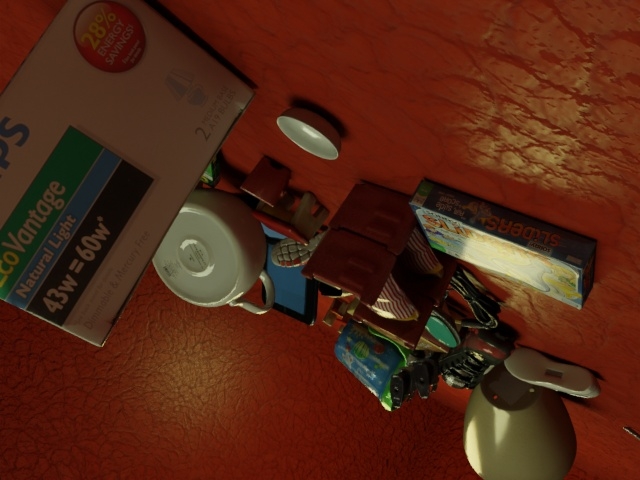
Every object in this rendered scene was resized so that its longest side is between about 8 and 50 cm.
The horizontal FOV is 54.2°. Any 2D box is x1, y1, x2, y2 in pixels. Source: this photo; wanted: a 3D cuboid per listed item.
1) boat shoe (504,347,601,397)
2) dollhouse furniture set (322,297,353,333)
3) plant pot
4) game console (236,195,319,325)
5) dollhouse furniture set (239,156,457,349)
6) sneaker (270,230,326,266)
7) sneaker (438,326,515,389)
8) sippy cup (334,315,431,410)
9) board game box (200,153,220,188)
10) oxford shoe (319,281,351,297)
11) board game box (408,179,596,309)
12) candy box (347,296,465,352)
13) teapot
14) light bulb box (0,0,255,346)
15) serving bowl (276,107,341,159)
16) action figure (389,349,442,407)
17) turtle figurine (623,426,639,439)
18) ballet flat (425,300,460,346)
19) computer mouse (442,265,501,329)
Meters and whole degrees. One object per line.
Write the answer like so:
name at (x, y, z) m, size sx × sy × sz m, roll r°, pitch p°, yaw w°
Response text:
boat shoe at (0.438, 0.252, 1.181) m, size 0.184 × 0.066 × 0.063 m, roll 3°, pitch 150°, yaw 49°
dollhouse furniture set at (0.156, 0.318, 2.014) m, size 0.259 × 0.135 × 0.262 m, roll 37°, pitch 168°, yaw -30°
plant pot at (0.430, 0.382, 1.377) m, size 0.256 × 0.256 × 0.274 m, roll 23°, pitch 151°, yaw 35°
game console at (-0.126, 0.036, 1.404) m, size 0.250 × 0.173 × 0.293 m, roll 36°, pitch 168°, yaw -26°
dollhouse furniture set at (0.000, 0.000, 0.955) m, size 0.374 × 0.152 × 0.201 m, roll 23°, pitch 167°, yaw 36°
sneaker at (-0.022, 0.024, 1.240) m, size 0.158 × 0.061 × 0.065 m, roll -10°, pitch 163°, yaw 23°
sneaker at (0.306, 0.237, 1.254) m, size 0.097 × 0.135 × 0.276 m, roll 32°, pitch 168°, yaw 4°
sippy cup at (0.169, 0.309, 1.723) m, size 0.224 × 0.305 × 0.240 m, roll 32°, pitch -150°, yaw 21°
board game box at (-0.300, -0.196, 1.142) m, size 0.259 × 0.030 × 0.136 m, roll 30°, pitch 154°, yaw 5°
oxford shoe at (0.031, 0.086, 1.374) m, size 0.096 × 0.083 × 0.227 m, roll -9°, pitch 176°, yaw -20°
board game box at (0.211, 0.005, 0.724) m, size 0.201 × 0.035 × 0.136 m, roll 24°, pitch 168°, yaw 30°
candy box at (0.179, 0.167, 1.399) m, size 0.183 × 0.087 × 0.316 m, roll 31°, pitch 169°, yaw -2°
teapot at (-0.203, 0.004, 1.271) m, size 0.252 × 0.256 × 0.187 m, roll 19°, pitch -155°, yaw 17°
light bulb box at (-0.320, -0.102, 0.813) m, size 0.225 × 0.358 × 0.361 m, roll 34°, pitch 170°, yaw -29°
serving bowl at (-0.009, -0.129, 0.730) m, size 0.083 × 0.027 × 0.083 m, roll 29°, pitch 168°, yaw 7°
action figure at (0.269, 0.296, 1.469) m, size 0.185 × 0.099 × 0.285 m, roll -12°, pitch -179°, yaw 37°
turtle figurine at (0.767, 0.483, 1.218) m, size 0.266 × 0.275 × 0.198 m, roll 9°, pitch 143°, yaw 7°
ballet flat at (0.209, 0.128, 1.205) m, size 0.188 × 0.070 × 0.070 m, roll 42°, pitch 167°, yaw -16°
computer mouse at (0.191, 0.085, 1.091) m, size 0.184 × 0.060 × 0.262 m, roll 41°, pitch 154°, yaw -27°
